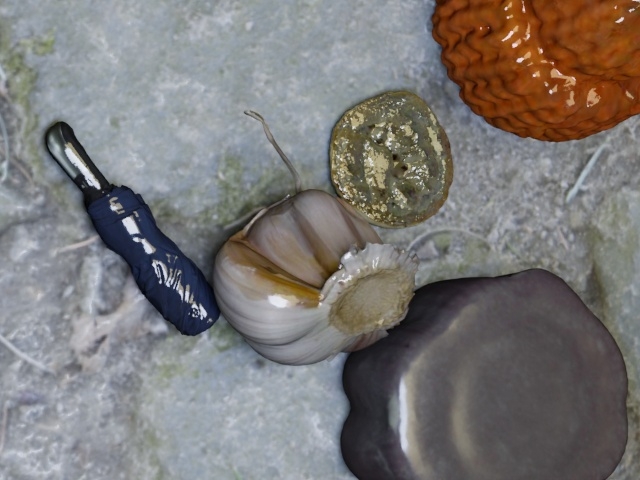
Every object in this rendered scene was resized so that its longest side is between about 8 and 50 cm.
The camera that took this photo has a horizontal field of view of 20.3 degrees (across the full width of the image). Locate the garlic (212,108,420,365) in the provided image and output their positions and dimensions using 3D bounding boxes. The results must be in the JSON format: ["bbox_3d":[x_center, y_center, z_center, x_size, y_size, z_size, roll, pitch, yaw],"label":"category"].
[{"bbox_3d":[0.000,0.000,1.752,0.207,0.207,0.257,-8,102,-30],"label":"garlic"}]

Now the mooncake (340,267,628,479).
[{"bbox_3d":[0.169,0.173,1.885,0.306,0.154,0.306,1,87,-31],"label":"mooncake"}]

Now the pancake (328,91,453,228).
[{"bbox_3d":[0.077,-0.085,1.915,0.158,0.028,0.158,3,83,-30],"label":"pancake"}]

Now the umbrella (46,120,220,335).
[{"bbox_3d":[-0.190,-0.007,1.740,0.248,0.071,0.071,49,66,-15],"label":"umbrella"}]

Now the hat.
[{"bbox_3d":[0.324,-0.233,1.854,0.285,0.400,0.285,-1,93,-31],"label":"hat"}]
